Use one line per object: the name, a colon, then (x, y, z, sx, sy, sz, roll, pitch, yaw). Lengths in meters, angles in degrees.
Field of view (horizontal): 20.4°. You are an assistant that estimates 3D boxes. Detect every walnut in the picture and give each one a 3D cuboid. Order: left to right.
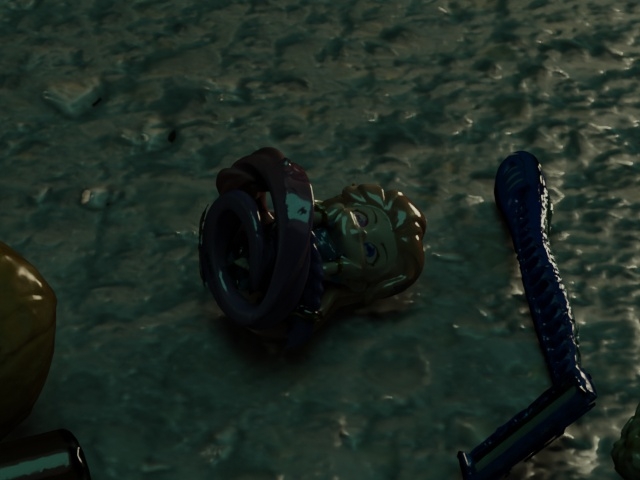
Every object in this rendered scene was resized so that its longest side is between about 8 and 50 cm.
walnut: (-0.236, 0.062, 0.985, 0.180, 0.144, 0.144, -20, 41, -23)

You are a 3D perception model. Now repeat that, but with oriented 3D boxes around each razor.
razor: (0.137, 0.039, 1.119, 0.056, 0.093, 0.324, 39, 26, -18)

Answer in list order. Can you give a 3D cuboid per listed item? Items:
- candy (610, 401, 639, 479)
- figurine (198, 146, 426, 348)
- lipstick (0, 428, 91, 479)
candy: (0.220, 0.103, 0.986, 0.095, 0.110, 0.085, -5, 32, -39)
figurine: (-0.009, 0.005, 1.120, 0.157, 0.114, 0.126, 4, 57, -52)
lipstick: (-0.291, 0.163, 0.903, 0.356, 0.057, 0.057, -13, 38, -20)
